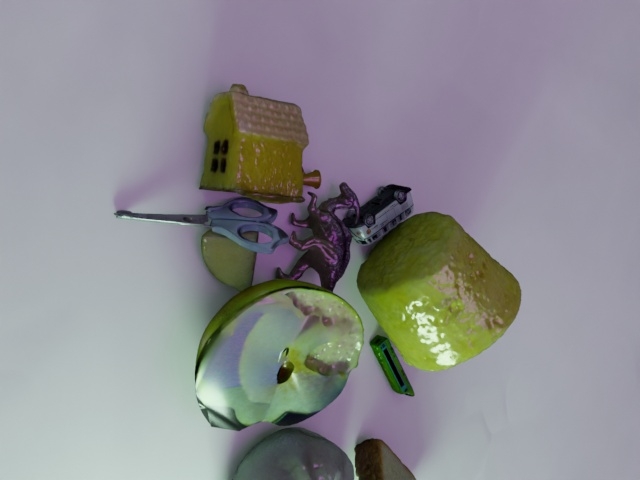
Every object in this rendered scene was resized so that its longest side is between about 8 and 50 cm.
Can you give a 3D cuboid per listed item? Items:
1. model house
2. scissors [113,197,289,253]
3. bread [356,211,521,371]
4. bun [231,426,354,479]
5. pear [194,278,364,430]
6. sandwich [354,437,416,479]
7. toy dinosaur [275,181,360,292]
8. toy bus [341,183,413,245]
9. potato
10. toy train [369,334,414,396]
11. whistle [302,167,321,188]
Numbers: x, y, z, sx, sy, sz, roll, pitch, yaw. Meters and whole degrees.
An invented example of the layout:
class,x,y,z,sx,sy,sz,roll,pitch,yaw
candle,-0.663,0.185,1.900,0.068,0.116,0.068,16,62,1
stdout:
class,x,y,z,sx,sy,sz,roll,pitch,yaw
model house,-0.132,-0.203,1.653,0.193,0.174,0.234,4,97,-36
scissors,-0.247,-0.044,1.632,0.360,0.191,0.029,5,126,-23
bread,0.285,0.117,1.912,0.348,0.348,0.308,-47,116,-22
bun,-0.058,0.608,1.812,0.354,0.194,0.355,-8,103,-36
pear,-0.109,0.222,1.709,0.398,0.165,0.399,-15,126,-22
sandwich,0.171,0.672,1.959,0.254,0.099,0.288,59,21,-25
toy dinosaur,0.002,-0.002,1.818,0.162,0.077,0.294,16,88,-14
toy bus,0.144,-0.061,1.936,0.194,0.087,0.089,-37,120,-26
potato,-0.201,0.034,1.719,0.120,0.081,0.149,7,120,-4
toy train,0.188,0.343,2.049,0.042,0.044,0.209,-39,117,-26
whistle,-0.052,-0.151,1.804,0.109,0.046,0.057,2,110,-31
